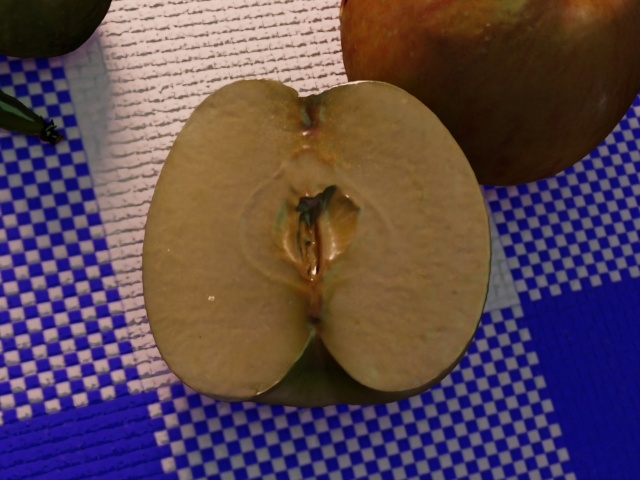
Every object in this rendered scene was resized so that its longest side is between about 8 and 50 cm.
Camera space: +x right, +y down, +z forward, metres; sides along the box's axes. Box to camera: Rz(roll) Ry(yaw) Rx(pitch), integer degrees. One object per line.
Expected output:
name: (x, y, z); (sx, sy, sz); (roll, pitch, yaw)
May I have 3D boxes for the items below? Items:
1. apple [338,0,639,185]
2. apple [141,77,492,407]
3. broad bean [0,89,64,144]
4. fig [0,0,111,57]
apple: (0.218, -0.267, 1.473); (0.400, 0.333, 0.400); (2, 81, -14)
apple: (0.000, 0.000, 1.345); (0.320, 0.312, 0.360); (11, 70, -36)
broad bean: (-0.426, -0.197, 1.402); (0.297, 0.043, 0.060); (40, 60, -4)
fig: (-0.321, -0.325, 1.349); (0.206, 0.275, 0.206); (6, 72, -18)
